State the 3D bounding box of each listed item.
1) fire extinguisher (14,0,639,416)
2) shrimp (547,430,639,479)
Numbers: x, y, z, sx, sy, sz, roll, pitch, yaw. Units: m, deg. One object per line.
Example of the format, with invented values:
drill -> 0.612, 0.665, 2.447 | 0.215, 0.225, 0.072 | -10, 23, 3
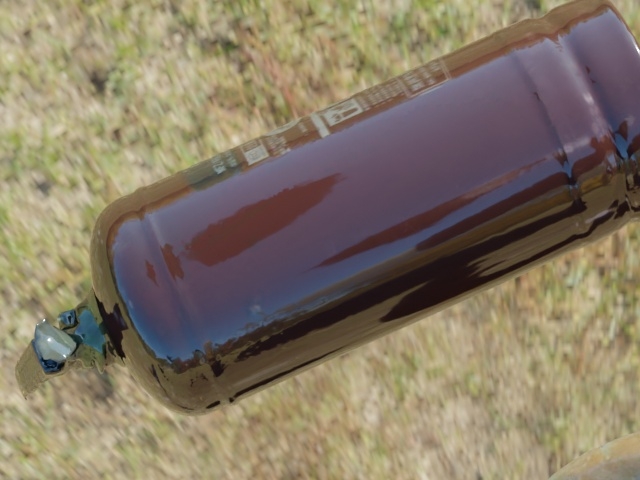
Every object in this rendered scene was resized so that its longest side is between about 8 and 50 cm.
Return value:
fire extinguisher -> 0.000, 0.000, 0.951 | 0.337, 0.135, 0.114 | -23, 80, -2
shrimp -> 0.185, 0.181, 0.965 | 0.152, 0.046, 0.219 | -35, 47, 1
